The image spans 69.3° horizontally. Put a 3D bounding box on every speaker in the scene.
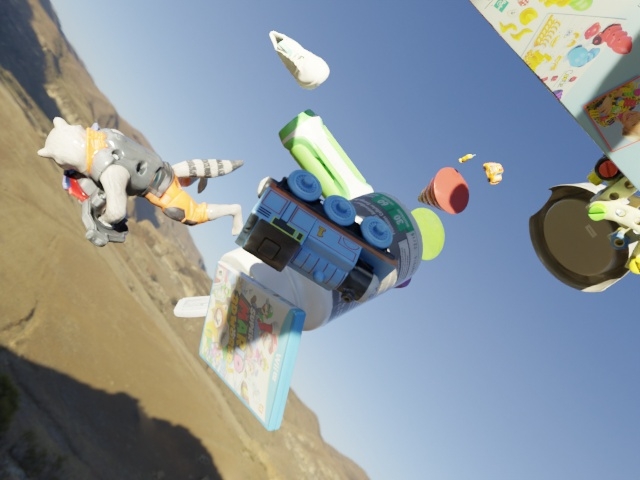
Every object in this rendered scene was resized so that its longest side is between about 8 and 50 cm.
[{"bbox_3d":[0.019,-0.196,1.231,0.296,0.131,0.131,53,-15,-8],"label":"speaker"}]

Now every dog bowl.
[{"bbox_3d":[0.821,-0.019,1.438,0.349,0.102,0.349,53,-25,39],"label":"dog bowl"}]

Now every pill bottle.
[{"bbox_3d":[0.007,0.047,0.880,0.204,0.361,0.204,30,-49,42],"label":"pill bottle"}]

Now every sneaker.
[{"bbox_3d":[-0.063,-0.440,1.115,0.094,0.080,0.212,31,15,-51],"label":"sneaker"}]

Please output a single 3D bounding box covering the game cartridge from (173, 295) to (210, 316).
[{"bbox_3d":[-0.224,0.122,0.855,0.056,0.083,0.017,-91,176,-72],"label":"game cartridge"}]

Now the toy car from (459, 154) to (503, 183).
[{"bbox_3d":[0.408,-0.179,1.157,0.040,0.122,0.060,-31,-123,59],"label":"toy car"}]

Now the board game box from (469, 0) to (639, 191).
[{"bbox_3d":[0.299,-0.214,0.452,0.275,0.142,0.144,49,-40,1],"label":"board game box"}]

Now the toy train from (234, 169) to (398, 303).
[{"bbox_3d":[0.000,0.000,0.520,0.184,0.105,0.080,33,-41,-7],"label":"toy train"}]

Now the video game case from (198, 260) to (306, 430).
[{"bbox_3d":[-0.080,0.101,0.488,0.166,0.015,0.119,22,-78,50],"label":"video game case"}]

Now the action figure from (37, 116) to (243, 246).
[{"bbox_3d":[-0.327,-0.144,0.850,0.330,0.178,0.341,14,36,-46],"label":"action figure"}]

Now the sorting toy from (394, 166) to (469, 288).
[{"bbox_3d":[0.236,-0.028,1.171,0.127,0.365,0.126,44,-24,-18],"label":"sorting toy"}]

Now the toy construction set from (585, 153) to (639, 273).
[{"bbox_3d":[0.626,-0.112,0.828,0.215,0.151,0.328,47,-60,12],"label":"toy construction set"}]
